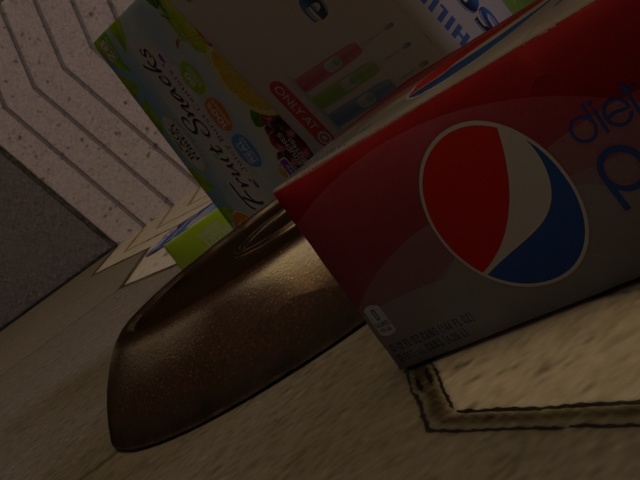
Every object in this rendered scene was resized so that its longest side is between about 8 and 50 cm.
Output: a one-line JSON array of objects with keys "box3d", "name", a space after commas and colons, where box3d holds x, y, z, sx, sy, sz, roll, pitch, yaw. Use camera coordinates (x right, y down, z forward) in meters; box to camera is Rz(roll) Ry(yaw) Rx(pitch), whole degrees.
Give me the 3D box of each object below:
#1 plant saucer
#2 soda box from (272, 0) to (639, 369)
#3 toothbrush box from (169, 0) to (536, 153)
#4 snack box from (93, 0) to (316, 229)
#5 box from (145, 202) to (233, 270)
[{"box3d": [0.000, 0.000, 0.778, 0.311, 0.050, 0.310, -35, 8, 6], "name": "plant saucer"}, {"box3d": [0.104, -0.046, 0.439, 0.263, 0.083, 0.092, -29, 10, 48], "name": "soda box"}, {"box3d": [0.034, -0.212, 0.781, 0.122, 0.206, 0.283, -29, 22, 46], "name": "toothbrush box"}, {"box3d": [-0.052, -0.100, 1.019, 0.070, 0.207, 0.174, -39, 9, -27], "name": "snack box"}, {"box3d": [-0.067, -0.032, 1.312, 0.178, 0.042, 0.109, -33, 7, 22], "name": "box"}]
